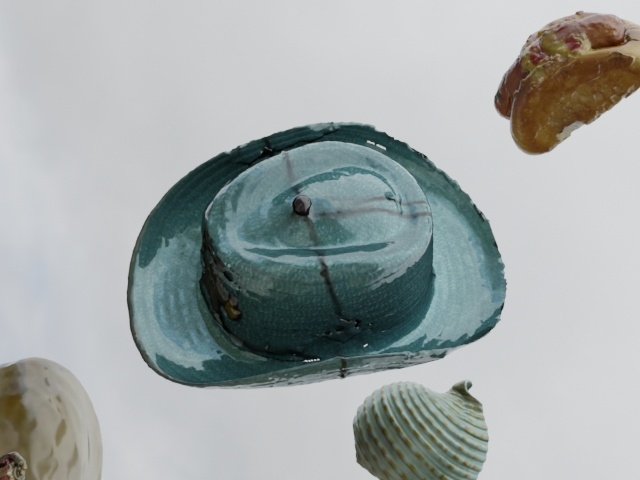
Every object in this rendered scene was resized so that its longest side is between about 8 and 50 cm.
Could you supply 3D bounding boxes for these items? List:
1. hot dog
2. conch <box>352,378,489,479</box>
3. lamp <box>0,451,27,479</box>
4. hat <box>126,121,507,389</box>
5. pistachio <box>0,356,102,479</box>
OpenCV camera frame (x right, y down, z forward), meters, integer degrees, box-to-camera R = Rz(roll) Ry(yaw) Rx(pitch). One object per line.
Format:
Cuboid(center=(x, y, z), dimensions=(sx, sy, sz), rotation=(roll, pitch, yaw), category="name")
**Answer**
Cuboid(center=(0.380, -0.259, 1.244), dimensions=(0.153, 0.150, 0.256), rotation=(43, -54, -14), category="hot dog")
Cuboid(center=(0.095, 0.212, 0.842), dimensions=(0.153, 0.102, 0.135), rotation=(-48, -124, 48), category="conch")
Cuboid(center=(-0.271, 0.210, 0.658), dimensions=(0.031, 0.063, 0.083), rotation=(-116, -152, -42), category="lamp")
Cuboid(center=(0.000, 0.000, 0.375), dimensions=(0.078, 0.190, 0.138), rotation=(94, -22, -58), category="hat")
Cuboid(center=(-0.352, 0.277, 0.945), dimensions=(0.166, 0.197, 0.288), rotation=(9, -82, 40), category="pistachio")
